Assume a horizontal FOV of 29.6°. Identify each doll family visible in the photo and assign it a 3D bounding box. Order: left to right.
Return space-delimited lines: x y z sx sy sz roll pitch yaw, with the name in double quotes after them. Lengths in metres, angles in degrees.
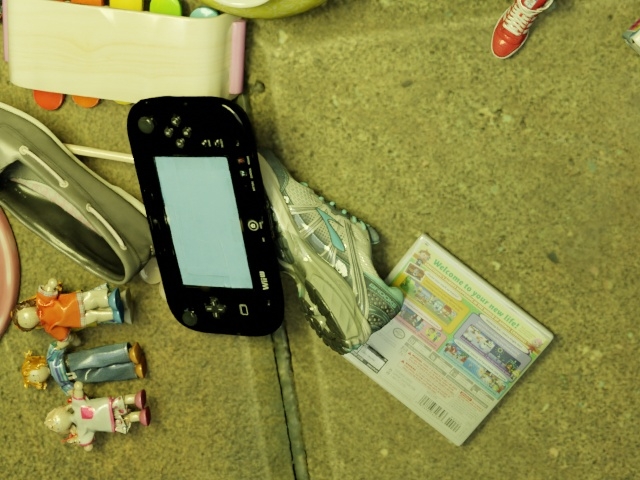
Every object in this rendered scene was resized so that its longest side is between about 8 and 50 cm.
-0.320 0.143 1.590 0.163 0.118 0.263 -7 118 3 "doll family"

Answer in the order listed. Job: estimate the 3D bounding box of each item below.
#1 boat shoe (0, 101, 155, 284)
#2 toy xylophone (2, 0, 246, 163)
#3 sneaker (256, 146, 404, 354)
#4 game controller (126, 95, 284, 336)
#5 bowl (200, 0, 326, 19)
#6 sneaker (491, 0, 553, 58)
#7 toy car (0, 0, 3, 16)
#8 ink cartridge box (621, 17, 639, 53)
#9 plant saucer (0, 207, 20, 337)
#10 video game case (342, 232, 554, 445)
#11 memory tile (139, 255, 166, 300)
-0.351 -0.065 1.503 0.335 0.095 0.112 34 132 -13 "boat shoe"
-0.257 -0.214 1.507 0.323 0.081 0.236 16 116 3 "toy xylophone"
0.000 0.000 1.519 0.122 0.110 0.283 -27 81 -23 "sneaker"
-0.136 -0.026 1.478 0.166 0.067 0.319 7 120 32 "game controller"
-0.081 -0.350 1.352 0.289 0.156 0.289 7 136 7 "bowl"
0.240 -0.267 1.433 0.042 0.067 0.118 32 104 1 "sneaker"
-0.439 -0.266 1.546 0.060 0.040 0.122 13 101 -16 "toy car"
0.572 -0.285 1.339 0.270 0.151 0.395 42 105 -2 "ink cartridge box"
-0.570 0.040 1.606 0.332 0.084 0.332 2 102 8 "plant saucer"
0.155 0.128 1.548 0.212 0.023 0.193 38 104 0 "video game case"
-0.159 0.023 1.579 0.113 0.012 0.148 41 105 -1 "memory tile"
